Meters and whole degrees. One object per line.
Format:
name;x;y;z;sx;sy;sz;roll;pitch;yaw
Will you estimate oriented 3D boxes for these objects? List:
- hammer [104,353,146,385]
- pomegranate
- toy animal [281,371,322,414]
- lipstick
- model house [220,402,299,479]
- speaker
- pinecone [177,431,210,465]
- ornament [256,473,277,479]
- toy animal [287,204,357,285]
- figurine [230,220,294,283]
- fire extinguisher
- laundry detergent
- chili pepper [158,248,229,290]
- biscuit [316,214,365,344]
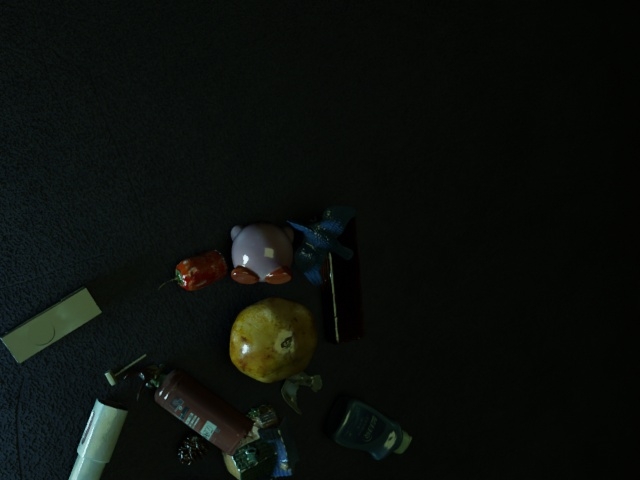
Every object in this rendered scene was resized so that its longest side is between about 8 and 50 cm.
hammer;-0.490;0.321;1.637;0.110;0.019;0.036;-33;106;-26
pomegranate;-0.124;0.264;1.722;0.248;0.248;0.249;-1;91;-28
toy animal;-0.076;0.375;1.817;0.155;0.095;0.219;21;80;-31
lipstick;-0.552;0.520;1.574;0.077;0.079;0.253;23;82;-28
model house;-0.158;0.560;1.732;0.182;0.172;0.167;-20;101;-26
speaker;-0.640;0.195;1.538;0.218;0.044;0.082;-33;106;-23
pinecone;-0.335;0.549;1.696;0.077;0.077;0.083;38;98;-23
ornament;-0.126;0.736;1.803;0.081;0.088;0.203;-14;99;-26
toy animal;0.000;0.000;1.745;0.255;0.176;0.239;27;97;-22
figurine;-0.155;0.030;1.729;0.173;0.173;0.173;-1;91;-28
fire extinguisher;-0.336;0.417;1.624;0.337;0.147;0.107;34;113;1
laundry detergent;0.157;0.577;1.945;0.289;0.094;0.144;30;74;-25
chili pepper;-0.336;0.089;1.679;0.192;0.084;0.086;-23;85;-31
biscuit;0.060;0.114;1.896;0.107;0.073;0.389;-7;95;-27
